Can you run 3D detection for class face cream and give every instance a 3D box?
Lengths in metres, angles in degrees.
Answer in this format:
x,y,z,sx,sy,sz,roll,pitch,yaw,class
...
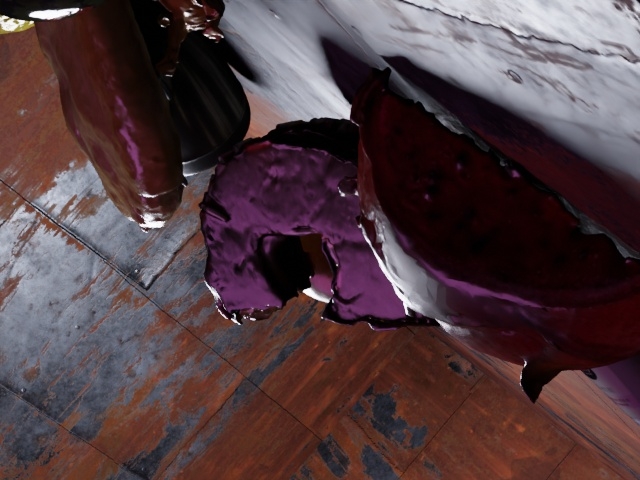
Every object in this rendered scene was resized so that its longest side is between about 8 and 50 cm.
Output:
x,y,z,sx,sy,sz,roll,pitch,yaw,class
0.264,0.081,1.154,0.269,0.073,0.107,43,164,-15,face cream

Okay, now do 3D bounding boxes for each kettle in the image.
x,y,z,sx,sy,sz,roll,pitch,yaw,class
-0.238,-0.273,1.755,0.207,0.251,0.271,5,149,22,kettle

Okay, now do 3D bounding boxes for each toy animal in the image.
x,y,z,sx,sy,sz,roll,pitch,yaw,class
-0.179,-0.299,1.290,0.255,0.114,0.116,54,-154,-58,toy animal

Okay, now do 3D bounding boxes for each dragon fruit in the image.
x,y,z,sx,sy,sz,roll,pitch,yaw,class
0.138,0.034,1.050,0.343,0.100,0.282,36,154,23,dragon fruit

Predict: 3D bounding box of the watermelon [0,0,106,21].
x,y,z,sx,sy,sz,roll,pitch,yaw,class
-0.255,-0.297,1.015,0.212,0.212,0.212,41,177,2,watermelon

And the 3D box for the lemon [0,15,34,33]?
x,y,z,sx,sy,sz,roll,pitch,yaw,class
-0.510,-0.452,1.764,0.320,0.245,0.245,43,177,7,lemon

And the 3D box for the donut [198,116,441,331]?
x,y,z,sx,sy,sz,roll,pitch,yaw,class
-0.001,-0.022,1.381,0.345,0.136,0.259,-4,105,35,donut

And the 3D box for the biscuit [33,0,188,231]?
x,y,z,sx,sy,sz,roll,pitch,yaw,class
-0.302,-0.223,1.518,0.429,0.104,0.446,1,111,70,biscuit

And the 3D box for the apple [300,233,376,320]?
x,y,z,sx,sy,sz,roll,pitch,yaw,class
0.060,0.003,1.718,0.237,0.207,0.237,23,-177,-1,apple
